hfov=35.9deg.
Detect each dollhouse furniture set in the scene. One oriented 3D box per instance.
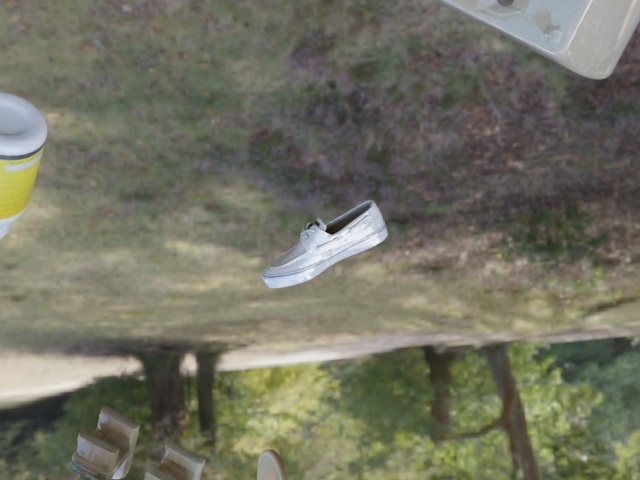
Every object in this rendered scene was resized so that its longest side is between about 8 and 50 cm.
[{"bbox_3d":[-0.182,0.321,0.929,0.242,0.161,0.212,27,-143,10],"label":"dollhouse furniture set"}]

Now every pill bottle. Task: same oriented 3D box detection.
[{"bbox_3d":[-0.400,-0.084,1.203,0.103,0.103,0.184,1,138,-29],"label":"pill bottle"}]

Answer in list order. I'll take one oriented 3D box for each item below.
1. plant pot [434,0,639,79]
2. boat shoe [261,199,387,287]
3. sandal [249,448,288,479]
[{"bbox_3d":[0.112,-0.144,0.489,0.109,0.109,0.096,31,-153,13],"label":"plant pot"},{"bbox_3d":[0.000,0.000,0.718,0.100,0.035,0.035,-24,-154,-7],"label":"boat shoe"},{"bbox_3d":[-0.075,0.335,1.086,0.079,0.240,0.088,5,137,-22],"label":"sandal"}]
